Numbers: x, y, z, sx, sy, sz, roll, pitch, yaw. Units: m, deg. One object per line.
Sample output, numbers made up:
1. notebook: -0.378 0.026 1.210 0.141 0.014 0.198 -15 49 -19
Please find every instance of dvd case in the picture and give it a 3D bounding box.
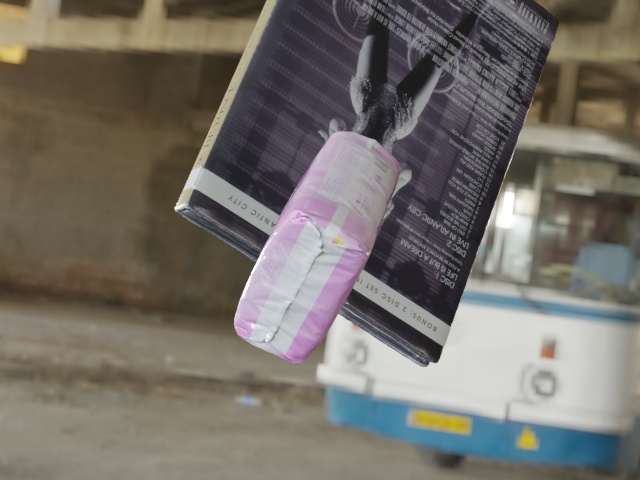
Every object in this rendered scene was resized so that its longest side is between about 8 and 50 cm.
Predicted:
1. dvd case: 0.032 -0.069 0.891 0.164 0.221 0.018 33 -26 -25

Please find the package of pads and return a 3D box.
1. package of pads: 0.000 0.000 0.566 0.032 0.050 0.083 30 25 -3
